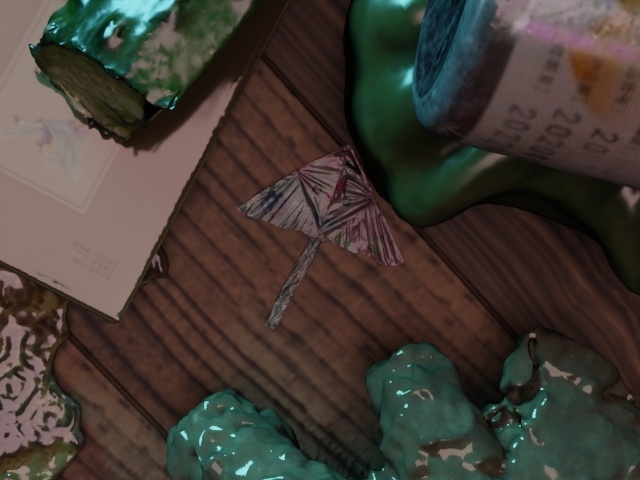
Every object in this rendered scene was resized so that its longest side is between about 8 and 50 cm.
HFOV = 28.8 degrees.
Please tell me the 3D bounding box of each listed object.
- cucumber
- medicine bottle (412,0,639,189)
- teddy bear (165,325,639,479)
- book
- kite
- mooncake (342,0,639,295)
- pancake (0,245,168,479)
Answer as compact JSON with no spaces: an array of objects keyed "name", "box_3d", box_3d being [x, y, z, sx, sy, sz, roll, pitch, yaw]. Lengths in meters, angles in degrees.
[{"name":"cucumber","box_3d":[-0.059,-0.219,0.846,0.105,0.145,0.325,43,77,-13]},{"name":"medicine bottle","box_3d":[0.201,-0.108,0.701,0.273,0.165,0.165,13,93,-6]},{"name":"teddy bear","box_3d":[0.109,0.234,0.909,0.367,0.224,0.358,-21,95,-19]},{"name":"book","box_3d":[-0.168,-0.126,0.895,0.216,0.021,0.310,29,84,-8]},{"name":"kite","box_3d":[0.000,0.000,0.951,0.137,0.005,0.153,18,94,-6]},{"name":"mooncake","box_3d":[0.189,-0.136,0.871,0.351,0.187,0.351,0,94,-3]},{"name":"pancake","box_3d":[-0.250,0.056,0.919,0.286,0.033,0.288,-16,97,-6]}]
